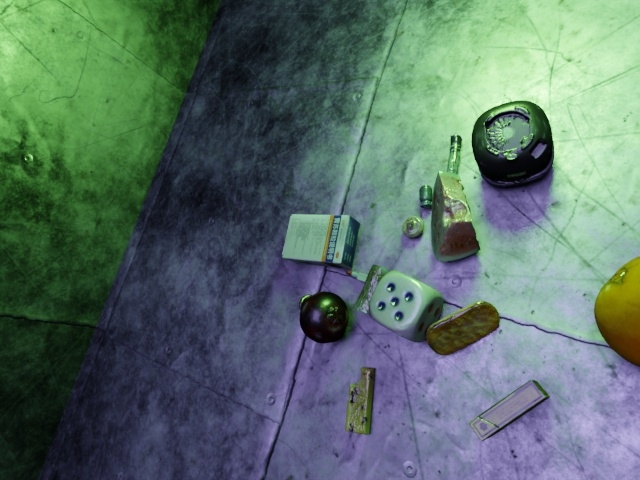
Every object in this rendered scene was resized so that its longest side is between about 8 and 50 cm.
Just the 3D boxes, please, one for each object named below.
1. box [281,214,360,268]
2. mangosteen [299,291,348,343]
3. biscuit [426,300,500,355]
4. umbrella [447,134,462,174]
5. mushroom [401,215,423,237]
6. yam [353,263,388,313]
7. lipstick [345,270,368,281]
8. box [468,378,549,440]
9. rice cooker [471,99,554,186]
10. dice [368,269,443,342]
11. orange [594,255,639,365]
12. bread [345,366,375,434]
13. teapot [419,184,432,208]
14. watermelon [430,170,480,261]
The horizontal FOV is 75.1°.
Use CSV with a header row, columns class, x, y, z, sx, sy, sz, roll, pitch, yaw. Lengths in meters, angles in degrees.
class,x,y,z,sx,sy,sz,roll,pitch,yaw
box,0.000,0.000,1.748,0.299,0.106,0.200,4,76,32
mangosteen,0.009,0.294,1.592,0.209,0.209,0.210,-11,68,29
biscuit,0.463,0.286,1.358,0.247,0.029,0.119,-30,97,11
umbrella,0.505,-0.308,1.572,0.046,0.050,0.189,6,75,13
mushroom,0.343,-0.055,1.562,0.085,0.079,0.085,-9,70,27
yam,0.203,0.189,1.552,0.107,0.107,0.183,18,82,36
lipstick,0.151,0.142,1.646,0.129,0.030,0.030,16,83,36
box,0.547,0.490,1.203,0.220,0.141,0.064,-44,56,13
rice cooker,0.633,-0.316,1.375,0.266,0.224,0.268,-6,77,28
dice,0.294,0.225,1.426,0.194,0.193,0.192,25,89,35
orange,0.855,0.181,1.018,0.311,0.312,0.313,-11,68,29
bread,0.142,0.569,1.490,0.087,0.049,0.227,-4,71,32
teapot,0.408,-0.165,1.586,0.049,0.063,0.084,-25,59,60
watermelon,0.469,-0.087,1.422,0.147,0.226,0.319,1,84,5
